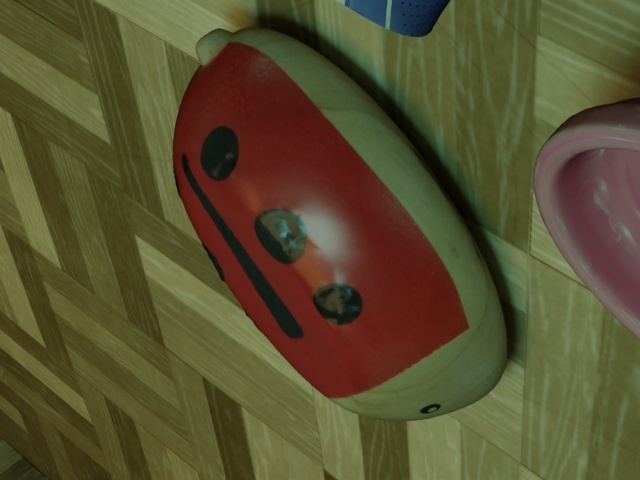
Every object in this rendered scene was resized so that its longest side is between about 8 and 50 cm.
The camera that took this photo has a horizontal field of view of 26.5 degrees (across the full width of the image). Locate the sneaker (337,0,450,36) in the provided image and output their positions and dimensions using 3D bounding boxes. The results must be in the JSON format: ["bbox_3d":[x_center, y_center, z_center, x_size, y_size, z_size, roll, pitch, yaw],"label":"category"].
[{"bbox_3d":[0.130,-0.225,0.685,0.182,0.127,0.316,32,119,13],"label":"sneaker"}]

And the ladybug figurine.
[{"bbox_3d":[0.000,0.000,1.321,0.449,0.162,0.305,55,153,-7],"label":"ladybug figurine"}]

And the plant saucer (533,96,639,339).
[{"bbox_3d":[0.298,0.017,0.914,0.332,0.084,0.332,38,166,12],"label":"plant saucer"}]
